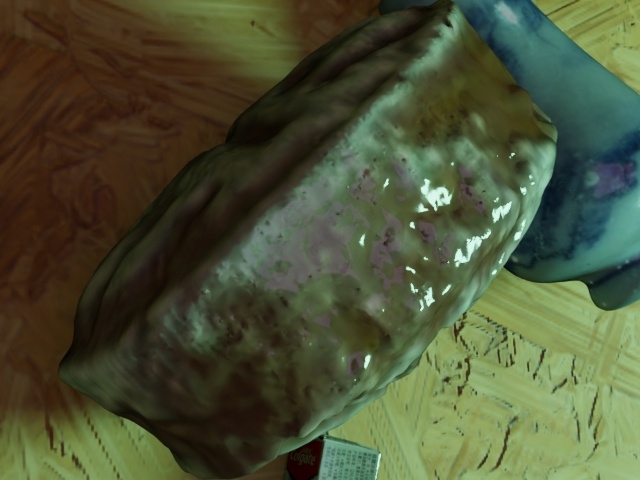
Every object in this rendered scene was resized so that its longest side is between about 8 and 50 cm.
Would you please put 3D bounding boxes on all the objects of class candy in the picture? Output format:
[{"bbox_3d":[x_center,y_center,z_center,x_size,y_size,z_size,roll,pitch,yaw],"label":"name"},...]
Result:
[{"bbox_3d":[0.000,0.000,0.501,0.157,0.214,0.289,47,73,-10],"label":"candy"}]

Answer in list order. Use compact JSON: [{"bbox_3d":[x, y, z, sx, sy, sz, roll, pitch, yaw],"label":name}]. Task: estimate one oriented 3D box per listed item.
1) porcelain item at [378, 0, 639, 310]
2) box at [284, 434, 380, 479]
[{"bbox_3d":[0.145,-0.076,0.621,0.141,0.141,0.259,-30,85,-23],"label":"porcelain item"},{"bbox_3d":[-0.008,0.226,0.550,0.040,0.055,0.218,14,77,-20],"label":"box"}]
